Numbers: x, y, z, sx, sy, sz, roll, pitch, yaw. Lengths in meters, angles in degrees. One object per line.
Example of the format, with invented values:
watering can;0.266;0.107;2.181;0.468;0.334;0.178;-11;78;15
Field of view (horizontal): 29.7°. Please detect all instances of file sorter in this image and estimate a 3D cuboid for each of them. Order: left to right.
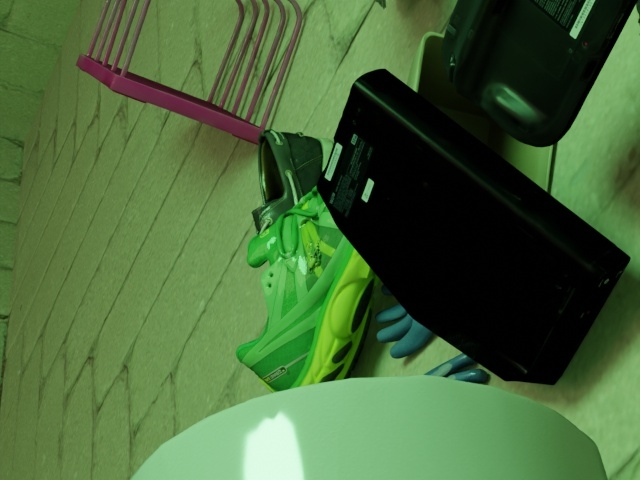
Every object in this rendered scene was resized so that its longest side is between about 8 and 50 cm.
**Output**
file sorter;-0.167;-0.257;1.537;0.182;0.202;0.291;-69;23;6

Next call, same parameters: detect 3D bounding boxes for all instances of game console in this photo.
game console;0.120;-0.083;0.729;0.213;0.044;0.361;42;133;24

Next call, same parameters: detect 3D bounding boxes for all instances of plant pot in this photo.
plant pot;0.105;-0.078;0.905;0.096;0.109;0.109;144;137;-72

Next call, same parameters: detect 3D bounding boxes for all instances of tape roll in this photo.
tape roll;0.027;0.195;0.667;0.286;0.286;0.100;-55;30;40

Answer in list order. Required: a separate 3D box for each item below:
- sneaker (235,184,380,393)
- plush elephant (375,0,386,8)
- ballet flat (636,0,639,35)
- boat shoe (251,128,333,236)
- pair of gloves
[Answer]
sneaker;0.000;0.000;1.042;0.295;0.124;0.109;-70;-16;10
plush elephant;0.056;-0.360;1.032;0.255;0.330;0.271;-29;47;29
ballet flat;0.239;-0.201;0.715;0.077;0.091;0.241;62;-137;-77
boat shoe;-0.037;-0.006;1.225;0.084;0.079;0.233;-37;44;54
pair of gloves;0.084;0.087;0.947;0.159;0.023;0.198;-35;44;58
